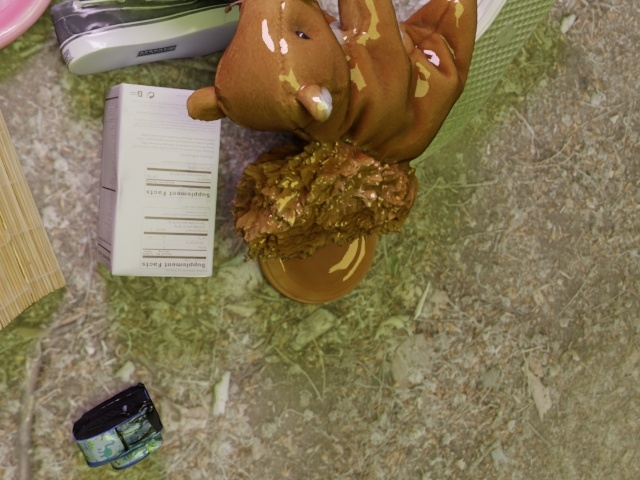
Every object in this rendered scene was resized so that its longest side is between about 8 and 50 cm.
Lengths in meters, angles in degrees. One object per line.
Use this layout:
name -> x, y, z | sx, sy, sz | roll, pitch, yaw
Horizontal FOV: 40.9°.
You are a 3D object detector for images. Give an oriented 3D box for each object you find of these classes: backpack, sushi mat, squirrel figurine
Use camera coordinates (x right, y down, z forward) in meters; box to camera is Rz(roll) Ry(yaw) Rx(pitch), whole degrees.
backpack -> -0.278, 0.266, 1.188 | 0.114, 0.105, 0.084 | -26, 105, -14
sushi mat -> -0.418, -0.059, 1.084 | 0.019, 0.151, 0.316 | -11, 105, 23
squirrel figurine -> 0.008, -0.153, 1.098 | 0.370, 0.281, 0.396 | -25, 121, -63

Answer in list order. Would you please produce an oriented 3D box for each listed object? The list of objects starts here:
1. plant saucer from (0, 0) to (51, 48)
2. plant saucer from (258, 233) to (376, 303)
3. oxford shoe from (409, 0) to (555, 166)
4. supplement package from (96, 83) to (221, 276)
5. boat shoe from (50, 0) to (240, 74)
plant saucer -> -0.458, -0.374, 0.993 | 0.332, 0.084, 0.332 | -25, 130, -33
plant saucer -> 0.000, 0.000, 1.307 | 0.200, 0.037, 0.199 | -2, 96, -24
oxford shoe -> 0.203, -0.295, 1.336 | 0.449, 0.130, 0.169 | -52, 143, 4
supplement package -> -0.220, -0.080, 1.156 | 0.134, 0.139, 0.243 | 2, 96, -23
boat shoe -> -0.210, -0.303, 1.158 | 0.301, 0.108, 0.102 | -18, 85, -25
